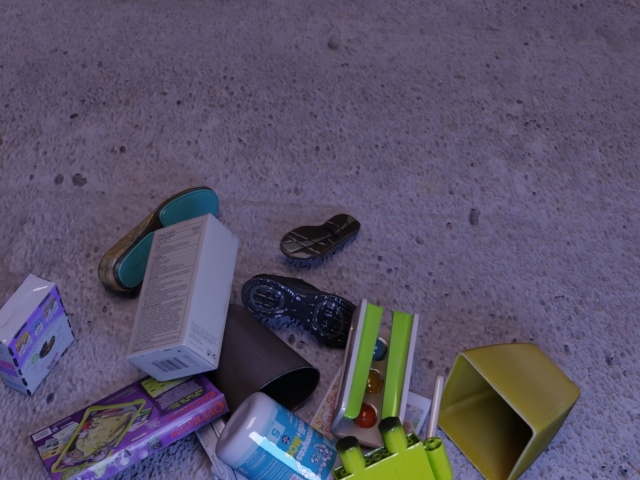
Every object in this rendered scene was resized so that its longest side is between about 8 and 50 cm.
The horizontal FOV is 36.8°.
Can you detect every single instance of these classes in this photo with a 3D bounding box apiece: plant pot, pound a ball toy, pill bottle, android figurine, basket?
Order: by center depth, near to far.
[{"bbox_3d":[0.124,0.450,1.726,0.248,0.272,0.056,-25,24,-8],"label":"android figurine"},{"bbox_3d":[-0.052,0.408,1.783,0.264,0.146,0.146,37,53,-11],"label":"pill bottle"},{"bbox_3d":[0.375,0.320,1.877,0.187,0.212,0.212,-21,53,-32],"label":"plant pot"},{"bbox_3d":[0.139,0.296,1.907,0.208,0.135,0.319,16,52,-4],"label":"pound a ball toy"},{"bbox_3d":[-0.149,0.249,1.958,0.204,0.154,0.227,-30,53,-21],"label":"basket"}]

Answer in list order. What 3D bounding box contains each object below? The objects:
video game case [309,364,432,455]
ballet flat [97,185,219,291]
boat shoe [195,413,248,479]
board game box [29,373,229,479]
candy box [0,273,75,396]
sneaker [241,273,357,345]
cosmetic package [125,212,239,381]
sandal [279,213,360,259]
[{"bbox_3d":[0.089,0.376,1.931,0.206,0.026,0.227,20,53,15],"label":"video game case"},{"bbox_3d":[-0.377,-0.013,2.201,0.123,0.123,0.348,28,53,20],"label":"ballet flat"},{"bbox_3d":[-0.175,0.433,1.860,0.076,0.083,0.226,-35,56,7],"label":"boat shoe"},{"bbox_3d":[-0.372,0.356,1.870,0.347,0.056,0.208,-26,23,-20],"label":"board game box"},{"bbox_3d":[-0.591,0.194,1.960,0.070,0.196,0.164,19,52,15],"label":"candy box"},{"bbox_3d":[-0.026,0.133,2.077,0.286,0.109,0.130,24,15,-3],"label":"sneaker"},{"bbox_3d":[-0.275,0.114,1.949,0.160,0.113,0.309,-15,49,30],"label":"cosmetic package"},{"bbox_3d":[0.000,0.000,2.225,0.219,0.060,0.090,-27,61,-39],"label":"sandal"}]
